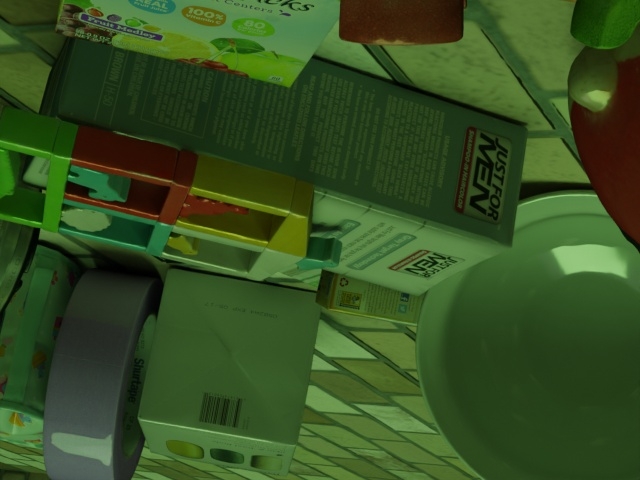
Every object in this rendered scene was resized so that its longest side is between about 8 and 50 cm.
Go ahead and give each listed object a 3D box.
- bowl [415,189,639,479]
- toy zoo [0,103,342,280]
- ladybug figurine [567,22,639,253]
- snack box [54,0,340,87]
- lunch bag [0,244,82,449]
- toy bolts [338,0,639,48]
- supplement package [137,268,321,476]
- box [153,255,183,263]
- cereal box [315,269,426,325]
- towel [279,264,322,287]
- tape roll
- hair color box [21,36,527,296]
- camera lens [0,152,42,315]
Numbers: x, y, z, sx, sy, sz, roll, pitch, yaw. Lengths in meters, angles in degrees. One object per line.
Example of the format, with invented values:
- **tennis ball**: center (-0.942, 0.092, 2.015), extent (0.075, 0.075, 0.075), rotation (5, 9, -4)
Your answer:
- **bowl**: center (0.247, 0.097, 1.304), extent (0.298, 0.298, 0.134), rotation (5, -175, 15)
- **toy zoo**: center (-0.124, -0.027, 1.094), extent (0.293, 0.030, 0.192), rotation (13, 161, -9)
- **ladybug figurine**: center (0.369, -0.032, 0.959), extent (0.449, 0.162, 0.305), rotation (15, 162, -12)
- **snack box**: center (-0.072, -0.181, 0.894), extent (0.174, 0.070, 0.207), rotation (11, 161, -13)
- **lunch bag**: center (-0.384, 0.138, 1.791), extent (0.160, 0.223, 0.262), rotation (13, 161, -6)
- **toy bolts**: center (0.115, -0.198, 0.727), extent (0.228, 0.158, 0.218), rotation (0, -158, 2)
- **supplement package**: center (-0.115, 0.179, 1.806), extent (0.199, 0.198, 0.262), rotation (10, 162, -1)
- **box**: center (-0.129, -0.041, 1.343), extent (0.147, 0.077, 0.180), rotation (0, 159, 27)
- **cereal box**: center (0.121, 0.071, 1.466), extent (0.240, 0.047, 0.173), rotation (11, 179, -4)
- **towel**: center (0.011, 0.029, 1.577), extent (0.152, 0.023, 0.113), rotation (23, 156, -29)
- **tape roll**: center (-0.270, 0.176, 1.760), extent (0.090, 0.274, 0.275), rotation (10, 162, 4)
- **hair color box**: center (-0.040, -0.070, 1.151), extent (0.374, 0.113, 0.185), rotation (17, 161, -16)
- **camera lens**: center (-0.419, -0.029, 1.312), extent (0.274, 0.219, 0.219), rotation (21, 159, -30)
